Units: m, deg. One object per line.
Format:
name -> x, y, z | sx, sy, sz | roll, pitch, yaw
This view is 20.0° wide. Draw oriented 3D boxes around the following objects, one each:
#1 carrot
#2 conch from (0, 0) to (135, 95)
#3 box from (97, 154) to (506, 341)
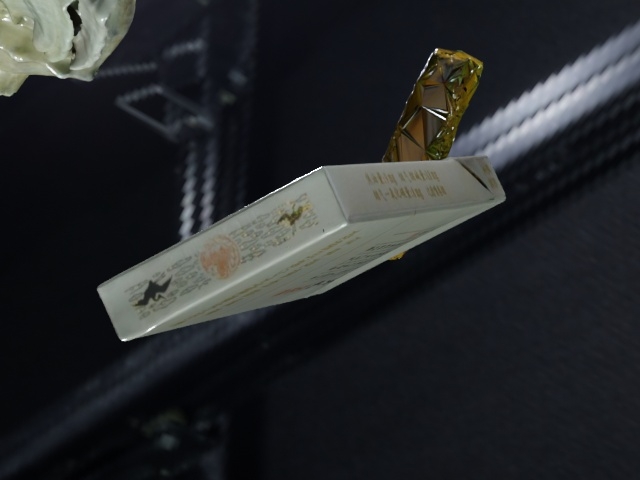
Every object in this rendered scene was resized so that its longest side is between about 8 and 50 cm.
carrot -> 0.100, -0.089, 1.814 | 0.069, 0.069, 0.229 | 46, -57, 45
conch -> -0.098, -0.139, 0.679 | 0.155, 0.130, 0.207 | 36, -76, 38
box -> 0.000, -0.001, 1.428 | 0.204, 0.365, 0.051 | -28, -98, 22
